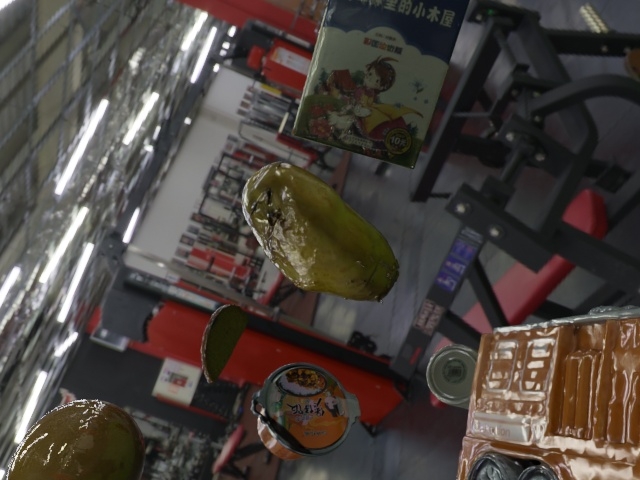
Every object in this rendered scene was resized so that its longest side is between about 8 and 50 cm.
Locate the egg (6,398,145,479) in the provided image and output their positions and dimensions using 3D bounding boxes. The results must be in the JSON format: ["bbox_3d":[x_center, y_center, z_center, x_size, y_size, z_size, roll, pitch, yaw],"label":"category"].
[{"bbox_3d":[-0.499,0.466,1.352,0.322,0.250,0.250,-62,-4,-77],"label":"egg"}]

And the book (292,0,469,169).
[{"bbox_3d":[0.100,-0.301,1.115,0.018,0.229,0.322,-82,8,-74],"label":"book"}]

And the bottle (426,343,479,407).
[{"bbox_3d":[0.306,0.287,1.342,0.253,0.121,0.120,36,-108,-58],"label":"bottle"}]

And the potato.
[{"bbox_3d":[0.000,0.000,1.066,0.173,0.300,0.140,-34,27,36],"label":"potato"}]

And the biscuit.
[{"bbox_3d":[-0.237,0.227,1.566,0.206,0.025,0.126,-63,-37,-42],"label":"biscuit"}]

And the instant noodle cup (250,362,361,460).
[{"bbox_3d":[-0.044,0.338,1.244,0.125,0.208,0.177,122,164,-47],"label":"instant noodle cup"}]

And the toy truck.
[{"bbox_3d":[0.265,0.149,0.497,0.387,0.174,0.206,148,133,-69],"label":"toy truck"}]
